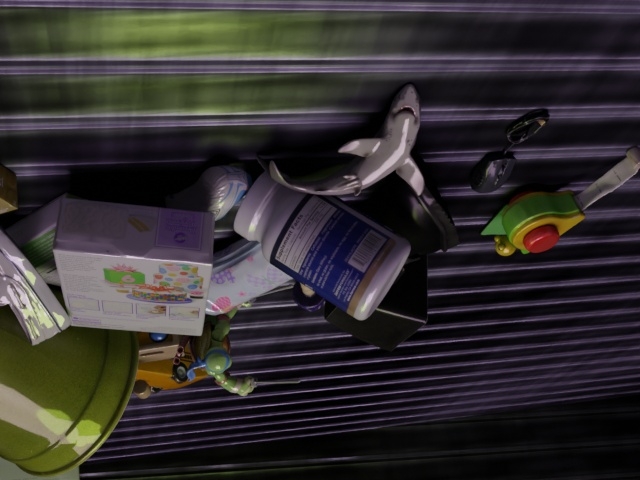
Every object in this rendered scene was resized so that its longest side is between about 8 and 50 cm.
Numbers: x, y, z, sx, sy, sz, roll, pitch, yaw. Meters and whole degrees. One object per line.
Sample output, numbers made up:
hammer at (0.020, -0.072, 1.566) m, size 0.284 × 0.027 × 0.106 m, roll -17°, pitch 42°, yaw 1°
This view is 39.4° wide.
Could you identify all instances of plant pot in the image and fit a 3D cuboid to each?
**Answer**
plant pot at (0.107, 0.101, 1.852) m, size 0.166 × 0.188 × 0.188 m, roll 12°, pitch 151°, yaw -15°
plant pot at (-0.592, 0.211, 1.653) m, size 0.366 × 0.367 × 0.353 m, roll -22°, pitch 142°, yaw 25°

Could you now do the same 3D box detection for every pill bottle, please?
pill bottle at (0.000, 0.000, 1.452) m, size 0.264 × 0.153 × 0.153 m, roll 32°, pitch 157°, yaw 10°

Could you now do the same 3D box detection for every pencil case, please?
pencil case at (-0.136, 0.046, 1.697) m, size 0.273 × 0.114 × 0.124 m, roll -26°, pitch 134°, yaw 33°

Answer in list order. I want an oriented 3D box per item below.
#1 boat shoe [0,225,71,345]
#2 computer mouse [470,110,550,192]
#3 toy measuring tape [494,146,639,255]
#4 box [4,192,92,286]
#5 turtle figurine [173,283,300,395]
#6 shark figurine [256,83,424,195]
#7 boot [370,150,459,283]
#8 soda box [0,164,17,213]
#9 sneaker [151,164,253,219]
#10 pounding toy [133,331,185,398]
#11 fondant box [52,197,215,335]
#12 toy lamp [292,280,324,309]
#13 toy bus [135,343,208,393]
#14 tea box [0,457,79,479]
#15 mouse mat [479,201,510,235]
boat shoe at (-0.508, 0.068, 1.462) m, size 0.088 × 0.096 × 0.268 m, roll -38°, pitch 137°, yaw -18°
computer mouse at (0.326, -0.143, 1.539) m, size 0.071 × 0.041 × 0.242 m, roll -1°, pitch 154°, yaw -17°
toy measuring tape at (0.446, -0.072, 1.679) m, size 0.121 × 0.121 × 0.330 m, roll 13°, pitch 138°, yaw -42°
box at (-0.400, 0.021, 1.612) m, size 0.232 × 0.059 × 0.322 m, roll -25°, pitch 154°, yaw 30°
turtle figurine at (-0.170, 0.209, 1.863) m, size 0.274 × 0.198 × 0.266 m, roll -31°, pitch -160°, yaw -12°
shark figurine at (0.051, -0.128, 1.406) m, size 0.278 × 0.116 × 0.166 m, roll -25°, pitch 120°, yaw 14°
boot at (0.104, -0.005, 1.587) m, size 0.260 × 0.131 × 0.348 m, roll -26°, pitch 155°, yaw 5°
soda box at (-0.514, -0.097, 1.288) m, size 0.058 × 0.061 × 0.181 m, roll -15°, pitch 156°, yaw 12°
sneaker at (-0.205, -0.053, 1.485) m, size 0.237 × 0.085 × 0.086 m, roll -26°, pitch 156°, yaw 39°
pounding toy at (-0.382, 0.221, 1.878) m, size 0.181 × 0.206 × 0.094 m, roll -8°, pitch 156°, yaw -3°
fondant box at (-0.304, 0.055, 1.488) m, size 0.238 × 0.096 × 0.330 m, roll 6°, pitch 155°, yaw -8°
toy lamp at (-0.033, 0.080, 1.860) m, size 0.080 × 0.080 × 0.275 m, roll -11°, pitch 154°, yaw 3°
toy bus at (-0.409, 0.274, 2.082) m, size 0.108 × 0.130 × 0.332 m, roll -24°, pitch 153°, yaw 32°
tea box at (-0.733, 0.480, 2.177) m, size 0.219 × 0.324 × 0.329 m, roll 2°, pitch 153°, yaw -26°
mouse mat at (0.437, -0.046, 1.843) m, size 0.189 × 0.007 × 0.153 m, roll -2°, pitch 155°, yaw -15°
